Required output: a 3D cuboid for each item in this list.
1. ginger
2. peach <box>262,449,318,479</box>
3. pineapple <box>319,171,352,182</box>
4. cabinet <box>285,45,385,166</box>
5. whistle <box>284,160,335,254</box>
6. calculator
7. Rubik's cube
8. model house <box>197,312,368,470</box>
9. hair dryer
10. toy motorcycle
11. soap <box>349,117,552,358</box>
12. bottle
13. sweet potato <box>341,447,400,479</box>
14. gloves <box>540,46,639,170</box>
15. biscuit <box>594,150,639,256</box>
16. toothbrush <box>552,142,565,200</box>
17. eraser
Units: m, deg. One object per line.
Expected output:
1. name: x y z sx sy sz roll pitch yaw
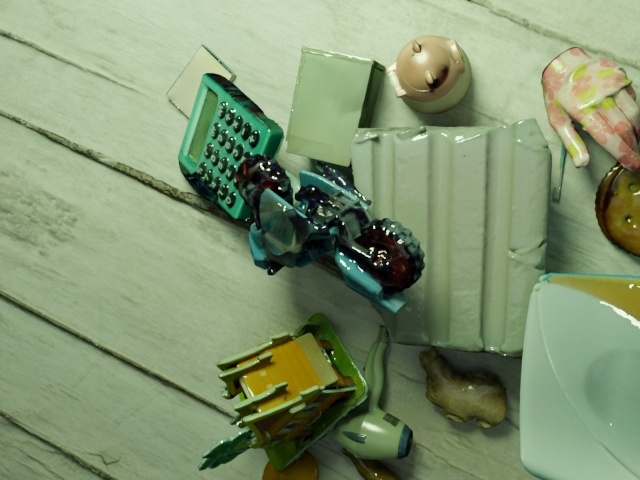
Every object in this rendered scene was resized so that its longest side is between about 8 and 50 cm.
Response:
1. ginger: 0.301 0.332 1.235 0.213 0.074 0.138 24 98 6
2. peach: -0.070 0.580 1.364 0.138 0.138 0.138 3 102 15
3. pineapple: 0.030 -0.127 1.245 0.083 0.019 0.045 16 99 13
4. cabinet: 0.027 -0.272 1.148 0.150 0.145 0.206 15 106 12
5. whistle: -0.019 -0.055 1.187 0.186 0.093 0.274 -42 118 11
6. calculator: -0.207 -0.195 1.209 0.274 0.058 0.249 44 124 29
7. Rubik's cube: 0.556 0.243 0.916 0.351 0.351 0.348 3 83 42
8. model house: -0.139 0.336 1.211 0.358 0.312 0.243 -45 55 20
9. hair dryer: 0.054 0.366 1.316 0.295 0.119 0.299 -13 82 22
10. toy motorcycle: 0.000 0.000 1.034 0.415 0.172 0.232 28 132 26
11. soap: 0.259 -0.011 1.100 0.349 0.213 0.436 -1 102 17
12. bottle: 0.203 -0.312 1.040 0.147 0.236 0.148 3 102 15
13. sweet potato: 0.159 0.579 1.335 0.274 0.067 0.067 42 109 -1
14. gloves: 0.503 -0.231 1.014 0.145 0.126 0.241 -25 61 -6
15. biscuit: 0.639 -0.068 1.057 0.220 0.066 0.221 3 102 16
16. toothbrush: 0.477 -0.162 1.113 0.014 0.011 0.167 7 104 20
17. eraser: -0.274 -0.354 1.281 0.104 0.023 0.150 44 110 3
